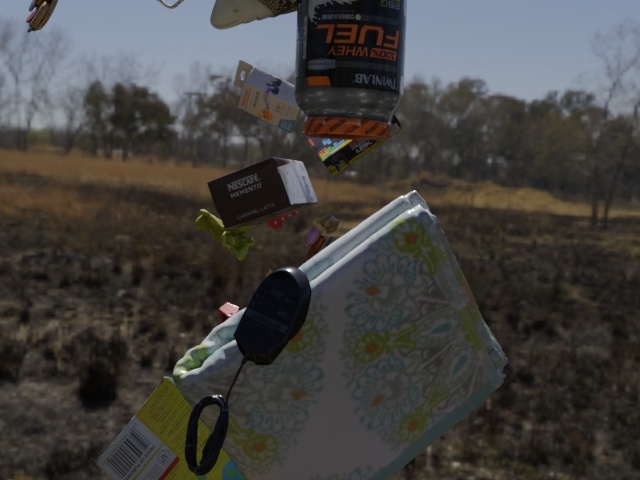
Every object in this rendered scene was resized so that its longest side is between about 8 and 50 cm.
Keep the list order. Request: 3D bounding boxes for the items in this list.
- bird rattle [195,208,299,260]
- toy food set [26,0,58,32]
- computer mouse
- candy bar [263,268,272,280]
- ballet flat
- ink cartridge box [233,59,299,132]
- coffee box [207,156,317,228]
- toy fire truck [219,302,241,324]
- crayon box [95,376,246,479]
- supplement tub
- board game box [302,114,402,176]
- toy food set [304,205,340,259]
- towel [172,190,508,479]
[{"bbox_3d":[-0.141,-0.079,2.162,0.253,0.207,0.143,-32,60,-32],"label":"bird rattle"},{"bbox_3d":[-0.389,-0.329,1.358,0.020,0.083,0.082,24,-12,-31],"label":"toy food set"},{"bbox_3d":[-0.075,0.140,1.037,0.071,0.242,0.041,25,-6,36],"label":"computer mouse"},{"bbox_3d":[-0.042,0.110,1.944,0.161,0.040,0.018,28,-30,-12],"label":"candy bar"},{"bbox_3d":[-0.228,-0.510,1.840,0.483,0.182,0.164,26,-3,-10],"label":"ballet flat"},{"bbox_3d":[-0.131,-0.342,2.306,0.181,0.061,0.104,26,-32,1],"label":"ink cartridge box"},{"bbox_3d":[-0.107,-0.092,1.894,0.141,0.098,0.246,-21,-1,11],"label":"coffee box"},{"bbox_3d":[-0.084,0.148,1.849,0.192,0.047,0.135,19,39,37],"label":"toy fire truck"},{"bbox_3d":[-0.204,0.411,1.659,0.318,0.202,0.081,40,2,18],"label":"crayon box"},{"bbox_3d":[0.052,-0.337,1.689,0.194,0.316,0.193,2,3,0],"label":"supplement tub"},{"bbox_3d":[0.062,-0.222,1.960,0.170,0.048,0.141,-35,37,1],"label":"board game box"},{"bbox_3d":[0.000,0.000,1.567,0.019,0.122,0.078,32,44,27],"label":"toy food set"},{"bbox_3d":[0.041,0.158,1.211,0.374,0.320,0.090,-37,33,-11],"label":"towel"}]
